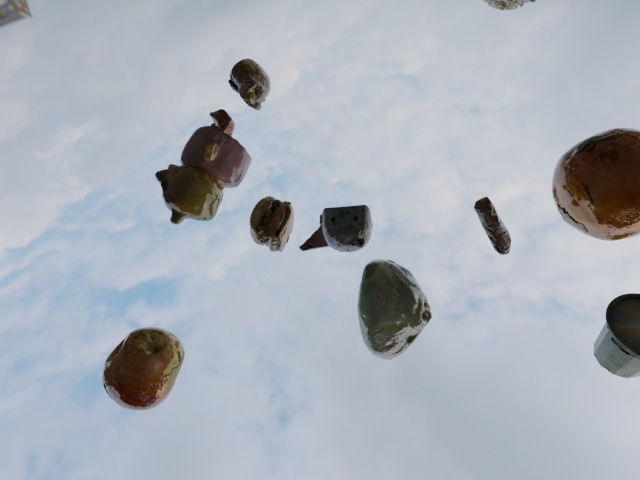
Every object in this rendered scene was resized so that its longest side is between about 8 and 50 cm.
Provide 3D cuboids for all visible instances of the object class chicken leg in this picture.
[{"bbox_3d":[-0.157,-0.357,0.958,0.087,0.107,0.251,-56,-155,19],"label":"chicken leg"}]

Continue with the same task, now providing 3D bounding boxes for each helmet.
[{"bbox_3d":[0.079,-0.019,1.225,0.153,0.176,0.107,-6,-131,9],"label":"helmet"}]

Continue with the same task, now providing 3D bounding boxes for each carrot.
[{"bbox_3d":[0.558,-0.043,1.341,0.069,0.228,0.069,-28,-149,19],"label":"carrot"}]

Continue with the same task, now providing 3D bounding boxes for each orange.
[{"bbox_3d":[0.643,-0.122,0.920,0.246,0.246,0.246,-9,-133,10],"label":"orange"}]

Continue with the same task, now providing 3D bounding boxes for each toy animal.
[{"bbox_3d":[-0.285,-0.160,1.015,0.169,0.195,0.281,37,-108,-6],"label":"toy animal"}]

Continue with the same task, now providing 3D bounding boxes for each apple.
[{"bbox_3d":[-0.322,0.229,0.753,0.147,0.146,0.146,-9,-133,10],"label":"apple"}]

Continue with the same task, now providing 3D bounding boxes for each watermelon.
[{"bbox_3d":[0.020,0.007,1.479,0.121,0.098,0.158,42,-80,30],"label":"watermelon"}]

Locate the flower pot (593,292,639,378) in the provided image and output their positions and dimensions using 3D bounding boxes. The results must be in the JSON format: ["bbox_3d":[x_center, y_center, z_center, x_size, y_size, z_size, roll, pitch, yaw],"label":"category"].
[{"bbox_3d":[0.905,0.296,1.194,0.213,0.202,0.212,-5,-134,5],"label":"flower pot"}]

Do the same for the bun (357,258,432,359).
[{"bbox_3d":[0.225,0.192,1.210,0.187,0.293,0.293,-6,-133,20],"label":"bun"}]

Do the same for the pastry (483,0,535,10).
[{"bbox_3d":[0.425,-0.608,0.915,0.122,0.089,0.258,9,-105,7],"label":"pastry"}]

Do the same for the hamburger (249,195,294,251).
[{"bbox_3d":[-0.212,-0.074,1.854,0.163,0.244,0.244,14,-128,6],"label":"hamburger"}]
